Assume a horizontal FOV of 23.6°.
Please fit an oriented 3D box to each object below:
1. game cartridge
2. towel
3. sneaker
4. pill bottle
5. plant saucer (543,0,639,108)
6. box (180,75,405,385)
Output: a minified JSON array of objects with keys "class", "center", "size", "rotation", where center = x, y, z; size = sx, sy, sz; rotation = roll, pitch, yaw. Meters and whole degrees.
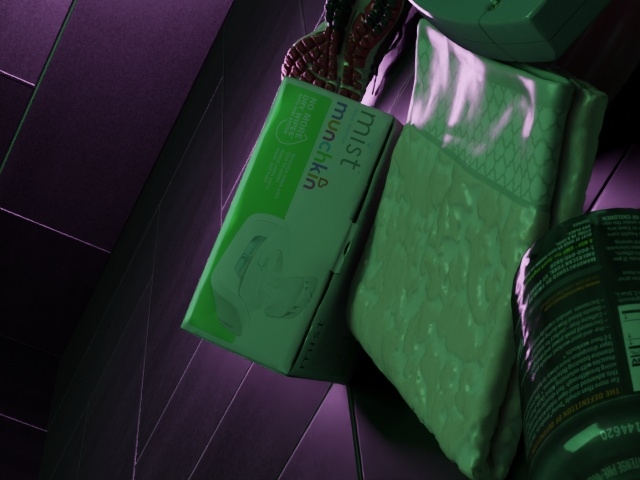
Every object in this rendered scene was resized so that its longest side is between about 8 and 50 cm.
[{"class":"game cartridge","center":[0.163,-0.237,1.196],"size":[0.198,0.062,0.297],"rotation":[-51,25,5]},{"class":"towel","center":[0.112,-0.010,1.254],"size":[0.332,0.053,0.317],"rotation":[-129,50,-67]},{"class":"sneaker","center":[0.051,-0.261,1.978],"size":[0.112,0.121,0.299],"rotation":[-40,-9,-43]},{"class":"pill bottle","center":[0.178,0.101,0.862],"size":[0.130,0.130,0.245],"rotation":[-57,16,34]},{"class":"plant saucer","center":[0.213,-0.232,1.352],"size":[0.332,0.084,0.332],"rotation":[-60,16,29]},{"class":"box","center":[0.000,0.000,1.511],"size":[0.262,0.127,0.231],"rotation":[-67,-17,0]}]
